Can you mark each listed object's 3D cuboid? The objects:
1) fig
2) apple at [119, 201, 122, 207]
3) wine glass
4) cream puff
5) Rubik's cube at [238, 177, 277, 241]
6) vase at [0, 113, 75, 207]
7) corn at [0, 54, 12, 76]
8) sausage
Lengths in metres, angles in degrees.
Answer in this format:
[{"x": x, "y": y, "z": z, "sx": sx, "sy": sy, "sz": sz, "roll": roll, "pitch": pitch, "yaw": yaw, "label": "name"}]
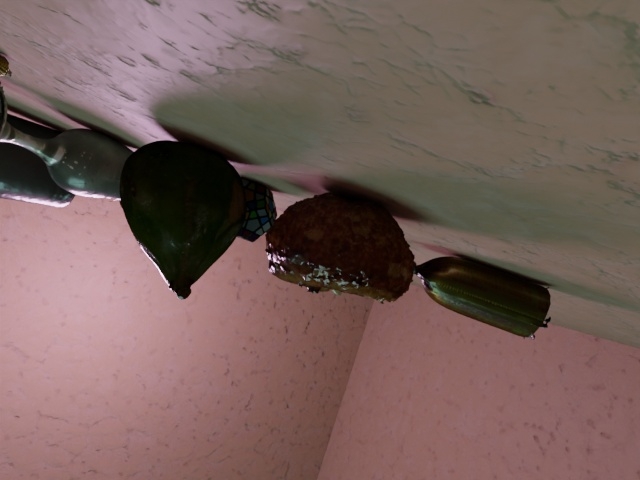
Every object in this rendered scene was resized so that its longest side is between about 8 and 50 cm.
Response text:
[{"x": -0.215, "y": -0.032, "z": 0.694, "sx": 0.195, "sy": 0.245, "sz": 0.195, "roll": 6, "pitch": 164, "yaw": 2, "label": "fig"}, {"x": -0.520, "y": -0.139, "z": 1.354, "sx": 0.146, "sy": 0.147, "sz": 0.163, "roll": 13, "pitch": 163, "yaw": 11, "label": "apple"}, {"x": -0.478, "y": -0.164, "z": 0.836, "sx": 0.143, "sy": 0.144, "sz": 0.321, "roll": 16, "pitch": 177, "yaw": 26, "label": "wine glass"}, {"x": 0.028, "y": 0.010, "z": 0.702, "sx": 0.239, "sy": 0.164, "sz": 0.240, "roll": 3, "pitch": 175, "yaw": 0, "label": "cream puff"}, {"x": -0.149, "y": -0.060, "z": 0.893, "sx": 0.111, "sy": 0.133, "sz": 0.133, "roll": -7, "pitch": 171, "yaw": 10, "label": "Rubik's cube"}, {"x": -0.710, "y": -0.181, "z": 1.013, "sx": 0.244, "sy": 0.245, "sz": 0.291, "roll": 15, "pitch": 179, "yaw": 43, "label": "vase"}, {"x": -0.395, "y": -0.213, "z": 0.515, "sx": 0.028, "sy": 0.027, "sz": 0.083, "roll": 1, "pitch": 165, "yaw": 31, "label": "corn"}, {"x": 0.316, "y": 0.107, "z": 0.955, "sx": 0.316, "sy": 0.117, "sz": 0.125, "roll": 18, "pitch": -144, "yaw": -4, "label": "sausage"}]
